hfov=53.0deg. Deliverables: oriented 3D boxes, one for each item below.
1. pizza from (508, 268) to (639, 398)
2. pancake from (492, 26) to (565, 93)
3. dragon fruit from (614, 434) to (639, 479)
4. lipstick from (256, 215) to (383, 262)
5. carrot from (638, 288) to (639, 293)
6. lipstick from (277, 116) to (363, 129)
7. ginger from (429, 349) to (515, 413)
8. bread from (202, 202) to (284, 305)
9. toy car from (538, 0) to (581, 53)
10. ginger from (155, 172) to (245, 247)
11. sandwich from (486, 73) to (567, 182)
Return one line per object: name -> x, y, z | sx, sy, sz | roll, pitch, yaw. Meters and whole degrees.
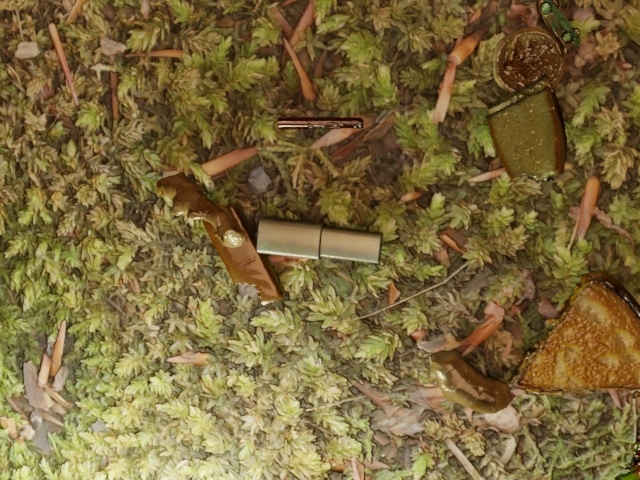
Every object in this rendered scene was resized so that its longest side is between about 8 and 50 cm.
pizza -> 0.538, 0.231, 1.251 | 0.251, 0.074, 0.288 | 38, 104, 5
pancake -> 0.398, -0.341, 1.226 | 0.139, 0.022, 0.140 | 1, 97, 10
dragon fruit -> 0.664, 0.424, 1.222 | 0.135, 0.137, 0.236 | 23, 106, -30
lipstick -> 0.000, 0.000, 1.322 | 0.252, 0.079, 0.078 | 6, 97, 9
carrot -> 0.668, 0.145, 1.236 | 0.035, 0.035, 0.142 | -40, 82, 13
lipstick -> 0.001, -0.241, 1.315 | 0.176, 0.027, 0.027 | 2, 98, 10
ginger -> 0.303, 0.292, 1.307 | 0.190, 0.069, 0.095 | 26, 80, 7
bread -> -0.162, 0.035, 1.372 | 0.088, 0.049, 0.226 | -26, 93, 12
toy car -> 0.440, -0.406, 1.192 | 0.122, 0.059, 0.035 | 53, 133, 2
ginger -> -0.250, -0.062, 1.321 | 0.089, 0.075, 0.288 | -36, 55, -22
sandwich -> 0.371, -0.195, 1.139 | 0.122, 0.236, 0.128 | -21, 108, 23
